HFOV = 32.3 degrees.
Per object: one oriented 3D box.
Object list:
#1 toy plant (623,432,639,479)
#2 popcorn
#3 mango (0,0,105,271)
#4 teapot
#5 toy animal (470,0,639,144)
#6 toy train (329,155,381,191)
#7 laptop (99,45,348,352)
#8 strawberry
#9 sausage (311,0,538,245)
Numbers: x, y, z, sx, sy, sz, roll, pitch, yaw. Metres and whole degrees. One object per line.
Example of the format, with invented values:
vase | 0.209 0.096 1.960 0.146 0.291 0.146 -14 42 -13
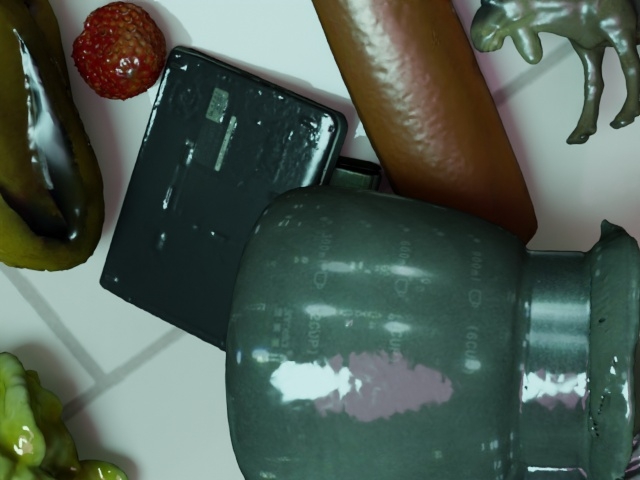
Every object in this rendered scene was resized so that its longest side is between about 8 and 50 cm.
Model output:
toy plant | 0.137 0.228 0.825 0.400 0.185 0.280 -27 80 4
popcorn | -0.270 0.192 0.856 0.216 0.181 0.235 -6 110 5
mango | -0.232 -0.088 0.797 0.151 0.156 0.249 -6 121 30
teapot | 0.094 0.101 0.682 0.285 0.305 0.223 0 128 14
toy animal | 0.177 -0.161 0.753 0.214 0.093 0.186 -11 87 -20
toy train | 0.000 0.000 0.852 0.070 0.038 0.148 12 106 -1
laptop | -0.078 -0.025 0.838 0.153 0.026 0.207 26 107 17
strawberry | -0.145 -0.135 0.803 0.073 0.083 0.073 -4 108 -11
sausage | 0.060 -0.128 0.781 0.097 0.094 0.349 -21 103 13
